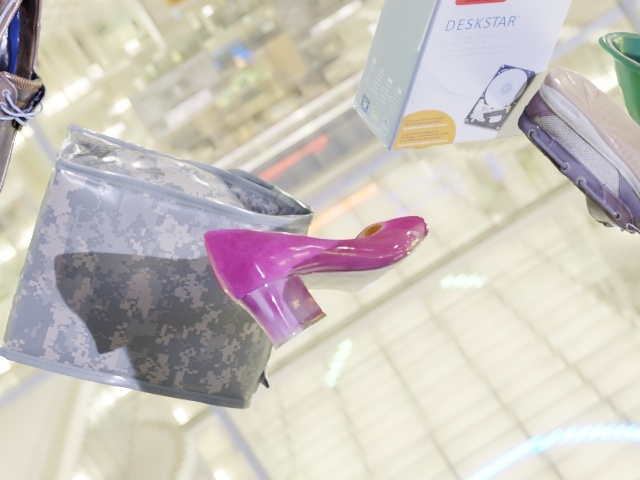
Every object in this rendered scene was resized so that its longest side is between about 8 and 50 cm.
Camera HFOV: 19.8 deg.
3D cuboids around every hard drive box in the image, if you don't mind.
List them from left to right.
[{"bbox_3d":[0.155,-0.219,1.961,0.181,0.089,0.232,-9,133,-29],"label":"hard drive box"}]

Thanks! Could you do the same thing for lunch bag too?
[{"bbox_3d":[-0.166,0.034,1.943,0.169,0.287,0.235,-95,-158,-72],"label":"lunch bag"}]

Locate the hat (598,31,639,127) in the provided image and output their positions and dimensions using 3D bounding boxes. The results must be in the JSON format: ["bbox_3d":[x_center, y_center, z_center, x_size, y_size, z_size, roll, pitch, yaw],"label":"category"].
[{"bbox_3d":[0.411,-0.138,2.297,0.173,0.183,0.208,4,-153,-28],"label":"hat"}]

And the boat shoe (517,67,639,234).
[{"bbox_3d":[0.323,-0.058,1.955,0.103,0.285,0.092,-25,160,-52],"label":"boat shoe"}]

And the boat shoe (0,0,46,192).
[{"bbox_3d":[-0.249,-0.115,1.408,0.066,0.183,0.066,7,-175,33],"label":"boat shoe"}]

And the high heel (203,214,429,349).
[{"bbox_3d":[0.000,0.000,1.623,0.244,0.117,0.082,-33,177,-41],"label":"high heel"}]
